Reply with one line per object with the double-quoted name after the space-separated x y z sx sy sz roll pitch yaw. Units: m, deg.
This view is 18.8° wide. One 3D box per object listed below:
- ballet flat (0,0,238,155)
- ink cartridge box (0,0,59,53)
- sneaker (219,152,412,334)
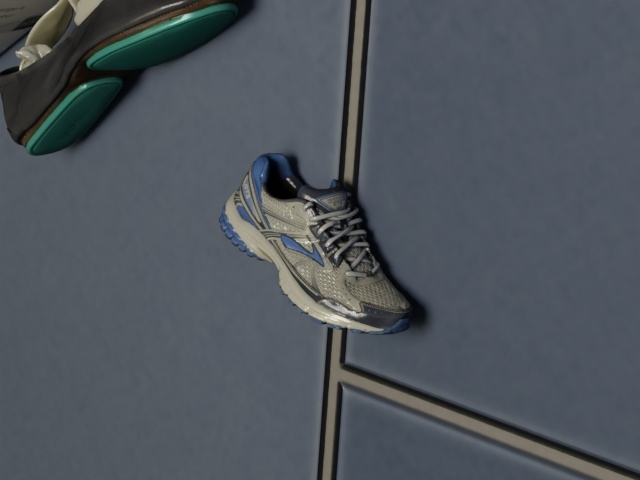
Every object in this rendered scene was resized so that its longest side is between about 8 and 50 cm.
-0.125 -0.117 1.106 0.203 0.074 0.074 -32 78 45 "ballet flat"
-0.253 -0.159 1.143 0.237 0.172 0.100 -30 79 43 "ink cartridge box"
0.000 0.000 1.027 0.135 0.052 0.058 39 119 30 "sneaker"
